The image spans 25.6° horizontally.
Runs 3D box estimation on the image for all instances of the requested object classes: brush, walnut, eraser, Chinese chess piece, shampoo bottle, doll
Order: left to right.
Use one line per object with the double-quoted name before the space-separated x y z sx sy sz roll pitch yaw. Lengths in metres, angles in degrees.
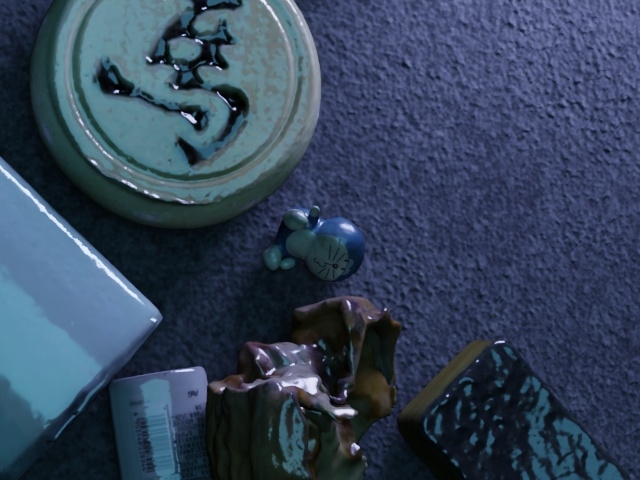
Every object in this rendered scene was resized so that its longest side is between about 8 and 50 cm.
"eraser" -0.290 0.033 1.141 0.290 0.104 0.189 45 79 -4
"shampoo bottle" -0.120 0.223 1.180 0.086 0.056 0.227 -9 84 -15
"Chinese chess piece" -0.122 -0.134 1.210 0.250 0.101 0.250 2 83 -14
"walnut" -0.020 0.169 1.161 0.141 0.238 0.204 -1 112 24
"doll" 0.000 0.000 1.240 0.083 0.076 0.050 25 42 -2
"brush" 0.175 0.191 1.257 0.123 0.059 0.197 -44 94 -17
